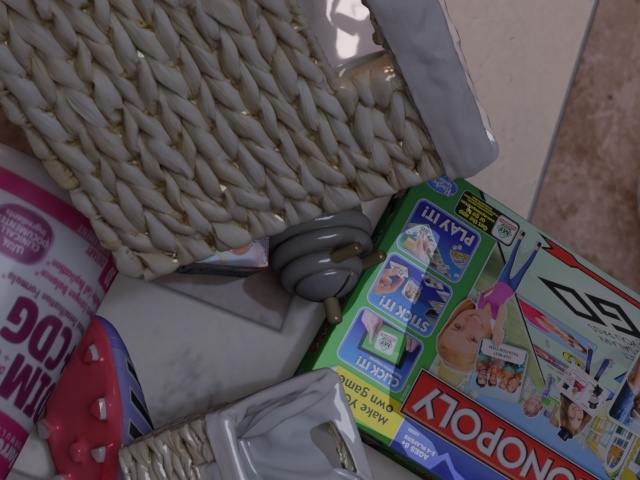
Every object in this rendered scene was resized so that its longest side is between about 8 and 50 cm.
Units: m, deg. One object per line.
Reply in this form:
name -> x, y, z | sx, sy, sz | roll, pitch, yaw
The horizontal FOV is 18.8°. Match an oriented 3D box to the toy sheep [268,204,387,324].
toy sheep -> 0.000, 0.000, 1.450 | 0.091, 0.091, 0.132 | -1, 64, -18

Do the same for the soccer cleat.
soccer cleat -> -0.137, 0.175, 1.398 | 0.095, 0.083, 0.248 | -2, 76, -50

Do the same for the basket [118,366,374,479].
basket -> -0.050, 0.167, 1.367 | 0.167, 0.103, 0.113 | -16, 88, -60

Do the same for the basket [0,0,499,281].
basket -> -0.081, -0.210, 1.247 | 0.266, 0.328, 0.331 | -20, 48, 9

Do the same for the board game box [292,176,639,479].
board game box -> 0.157, 0.109, 1.512 | 0.317, 0.046, 0.213 | 32, 73, -12

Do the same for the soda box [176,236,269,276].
soda box -> -0.071, -0.066, 1.449 | 0.058, 0.063, 0.183 | 5, 80, -17

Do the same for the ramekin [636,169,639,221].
ramekin -> 0.381, -0.037, 1.562 | 0.273, 0.127, 0.273 | 2, 83, -18

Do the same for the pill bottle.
pill bottle -> -0.261, 0.082, 1.315 | 0.160, 0.160, 0.283 | 30, 75, -12
